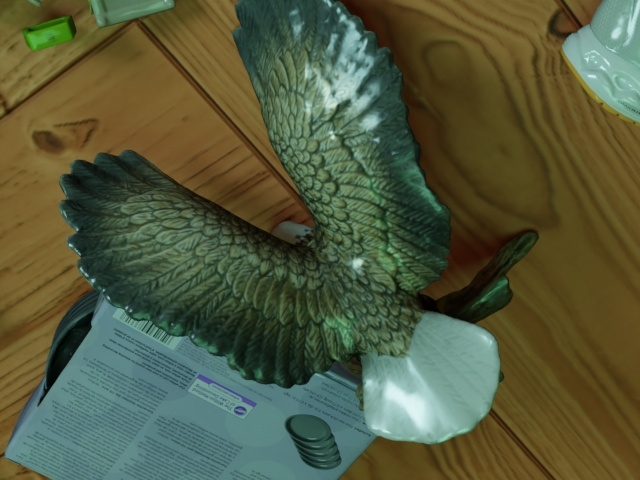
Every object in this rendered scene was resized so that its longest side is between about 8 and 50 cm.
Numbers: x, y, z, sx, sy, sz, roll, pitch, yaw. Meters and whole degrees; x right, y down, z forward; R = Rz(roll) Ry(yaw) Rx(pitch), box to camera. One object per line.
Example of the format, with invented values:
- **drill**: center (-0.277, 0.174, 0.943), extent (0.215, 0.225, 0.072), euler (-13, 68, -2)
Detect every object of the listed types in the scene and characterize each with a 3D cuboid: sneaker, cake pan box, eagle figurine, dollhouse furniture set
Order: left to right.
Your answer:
- **dollhouse furniture set**: center (-0.179, -0.182, 0.910), extent (0.151, 0.058, 0.076), euler (-17, 116, -6)
- **cake pan box**: center (-0.105, 0.143, 1.103), extent (0.267, 0.070, 0.246), euler (28, 121, -14)
- **eagle figurine**: center (-0.007, 0.000, 0.924), extent (0.225, 0.226, 0.298), euler (-16, 129, 40)
- **sneaker**: center (0.301, -0.107, 0.874), extent (0.262, 0.099, 0.121), euler (24, 119, -12)
